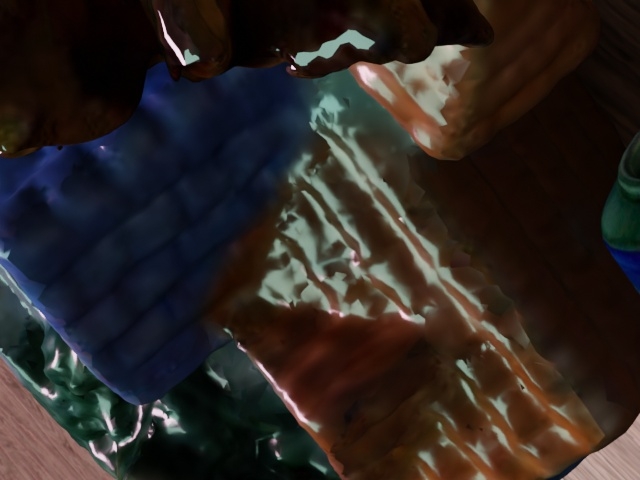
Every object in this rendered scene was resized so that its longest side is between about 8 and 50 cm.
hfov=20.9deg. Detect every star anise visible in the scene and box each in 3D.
[{"bbox_3d":[-0.075,-0.061,0.421,0.177,0.233,0.073,-101,5,-76],"label":"star anise"}]

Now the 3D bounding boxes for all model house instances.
[{"bbox_3d":[0.000,0.000,0.638,0.295,0.251,0.329,53,170,-9],"label":"model house"}]

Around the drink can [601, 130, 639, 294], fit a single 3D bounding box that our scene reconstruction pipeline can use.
[{"bbox_3d":[0.180,0.036,0.519,0.205,0.118,0.118,52,165,-12],"label":"drink can"}]
